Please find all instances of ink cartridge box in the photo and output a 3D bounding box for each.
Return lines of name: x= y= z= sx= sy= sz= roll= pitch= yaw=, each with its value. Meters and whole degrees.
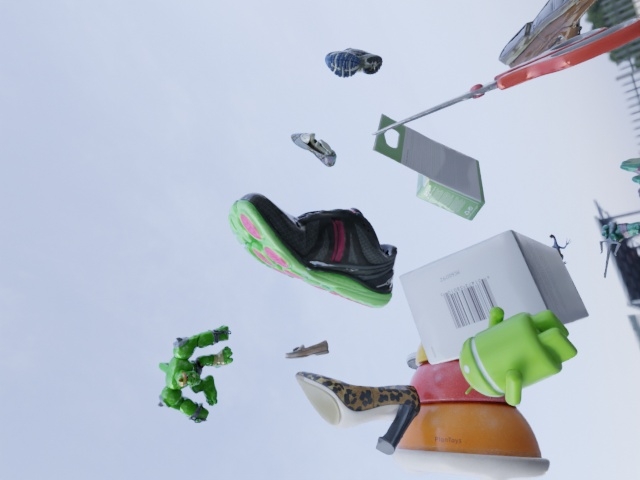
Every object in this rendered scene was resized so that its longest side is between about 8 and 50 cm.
ink cartridge box: x=0.209 y=-0.150 z=0.913 sx=0.235 sy=0.056 sz=0.171 roll=23 pitch=-140 yaw=-4

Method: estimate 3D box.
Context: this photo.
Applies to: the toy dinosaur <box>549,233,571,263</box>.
toy dinosaur: x=0.633 y=0.027 z=1.239 sx=0.047 sy=0.090 sz=0.082 roll=8 pitch=-132 yaw=-12

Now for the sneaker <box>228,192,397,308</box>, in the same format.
sneaker: x=0.000 y=0.000 z=1.026 sx=0.483 sy=0.185 sz=0.202 roll=28 pitch=-101 yaw=-41

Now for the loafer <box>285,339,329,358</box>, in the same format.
loafer: x=-0.038 y=0.301 z=1.262 sx=0.126 sy=0.045 sz=0.039 roll=-4 pitch=-96 yaw=-15

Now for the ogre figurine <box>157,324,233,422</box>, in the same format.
ogre figurine: x=-0.255 y=0.268 z=0.919 sx=0.118 sy=0.097 sz=0.196 roll=16 pitch=-73 yaw=-42

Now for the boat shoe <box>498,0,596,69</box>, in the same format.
boat shoe: x=0.577 y=-0.521 z=1.101 sx=0.105 sy=0.307 sz=0.110 roll=31 pitch=-114 yaw=-9

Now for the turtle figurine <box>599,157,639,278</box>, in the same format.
turtle figurine: x=0.515 y=-0.004 z=0.703 sx=0.175 sy=0.118 sz=0.233 roll=-91 pitch=-17 yaw=-70

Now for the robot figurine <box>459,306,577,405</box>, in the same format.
robot figurine: x=0.195 y=0.117 z=0.468 sx=0.067 sy=0.115 sz=0.101 roll=42 pitch=-150 yaw=-22

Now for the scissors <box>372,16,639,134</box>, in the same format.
scissors: x=0.198 y=-0.178 z=0.520 sx=0.109 sy=0.298 sz=0.021 roll=-82 pitch=-31 yaw=-68

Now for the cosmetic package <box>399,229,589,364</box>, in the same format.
cosmetic package: x=0.319 y=0.103 z=0.801 sx=0.366 sy=0.197 sz=0.155 roll=8 pitch=-120 yaw=-55

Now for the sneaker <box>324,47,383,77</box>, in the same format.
sneaker: x=0.061 y=-0.372 z=0.949 sx=0.136 sy=0.052 sz=0.058 roll=-9 pitch=-135 yaw=-33

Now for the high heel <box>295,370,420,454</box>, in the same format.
high heel: x=0.087 y=0.334 z=1.017 sx=0.186 sy=0.261 sz=0.093 roll=-33 pitch=-33 yaw=-52

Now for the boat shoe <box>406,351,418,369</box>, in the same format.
boat shoe: x=0.395 y=0.429 z=1.534 sx=0.076 sy=0.229 sz=0.080 roll=-60 pitch=-37 yaw=-47

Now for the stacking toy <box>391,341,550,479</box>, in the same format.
stacking toy: x=0.354 y=0.328 z=1.142 sx=0.351 sy=0.351 sz=0.478 roll=27 pitch=-122 yaw=-42

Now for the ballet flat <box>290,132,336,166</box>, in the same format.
ballet flat: x=-0.011 y=-0.194 z=0.922 sx=0.114 sy=0.041 sz=0.041 roll=39 pitch=-143 yaw=16
